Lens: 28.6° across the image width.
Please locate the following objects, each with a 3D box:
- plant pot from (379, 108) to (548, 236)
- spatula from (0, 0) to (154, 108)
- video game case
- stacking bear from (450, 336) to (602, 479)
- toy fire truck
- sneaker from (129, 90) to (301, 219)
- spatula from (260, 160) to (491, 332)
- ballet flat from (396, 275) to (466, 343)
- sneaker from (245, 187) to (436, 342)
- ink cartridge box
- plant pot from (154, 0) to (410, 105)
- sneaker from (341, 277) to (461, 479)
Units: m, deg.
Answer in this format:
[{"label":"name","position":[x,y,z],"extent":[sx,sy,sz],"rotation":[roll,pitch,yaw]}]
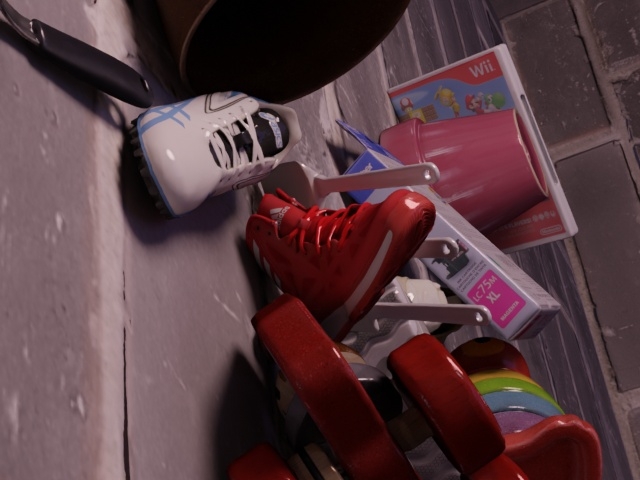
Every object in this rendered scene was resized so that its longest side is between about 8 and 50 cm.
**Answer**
[{"label":"plant pot","position":[0.200,-0.086,1.686],"extent":[0.201,0.180,0.201],"rotation":[-20,90,-74]},{"label":"spatula","position":[-0.185,-0.142,0.778],"extent":[0.296,0.030,0.084],"rotation":[36,31,-63]},{"label":"video game case","position":[0.229,-0.116,1.795],"extent":[0.025,0.204,0.285],"rotation":[-29,99,-48]},{"label":"stacking bear","position":[0.192,0.203,1.365],"extent":[0.289,0.175,0.164],"rotation":[-92,171,-68]},{"label":"toy fire truck","position":[0.031,0.160,0.933],"extent":[0.302,0.169,0.254],"rotation":[58,-7,-29]},{"label":"sneaker","position":[-0.076,-0.074,0.951],"extent":[0.237,0.086,0.085],"rotation":[-43,113,-71]},{"label":"spatula","position":[0.039,0.005,1.051],"extent":[0.019,0.242,0.168],"rotation":[-26,103,-31]},{"label":"ballet flat","position":[0.110,0.074,1.373],"extent":[0.248,0.086,0.086],"rotation":[16,55,-70]},{"label":"sneaker","position":[0.000,0.000,0.986],"extent":[0.128,0.221,0.087],"rotation":[40,56,6]},{"label":"ink cartridge box","position":[0.135,-0.009,1.441],"extent":[0.311,0.065,0.186],"rotation":[46,10,15]},{"label":"plant pot","position":[-0.068,-0.264,1.054],"extent":[0.230,0.215,0.215],"rotation":[59,12,22]},{"label":"sneaker","position":[0.092,0.145,1.187],"extent":[0.115,0.105,0.281],"rotation":[24,47,-67]}]
